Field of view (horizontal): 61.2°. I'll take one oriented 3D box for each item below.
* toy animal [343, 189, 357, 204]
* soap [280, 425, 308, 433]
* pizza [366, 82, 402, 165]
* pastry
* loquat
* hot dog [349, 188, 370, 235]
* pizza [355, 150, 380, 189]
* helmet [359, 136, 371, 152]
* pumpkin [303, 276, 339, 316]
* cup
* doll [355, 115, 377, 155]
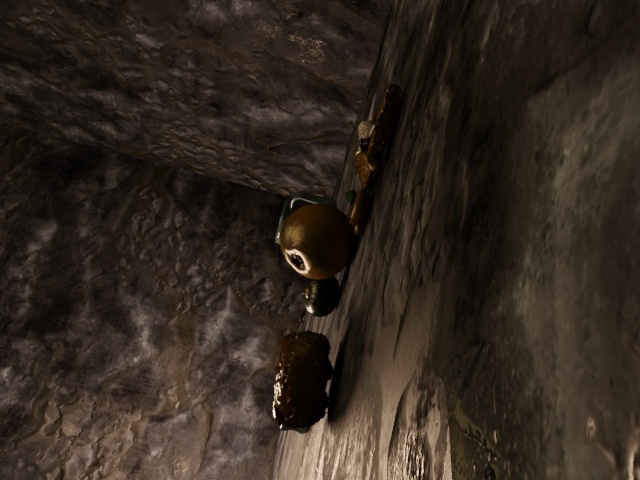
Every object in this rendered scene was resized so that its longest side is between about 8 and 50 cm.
[{"bbox_3d":[0.122,-0.139,1.819,0.217,0.074,0.041,-104,28,-76],"label":"toy animal"},{"bbox_3d":[-0.074,0.563,1.986,0.289,0.095,0.173,-84,8,-77],"label":"soap"},{"bbox_3d":[0.188,-0.336,1.587,0.127,0.058,0.247,109,177,-76],"label":"pizza"},{"bbox_3d":[-0.044,0.386,1.526,0.311,0.161,0.255,-95,18,-77],"label":"pastry"},{"bbox_3d":[0.000,0.000,1.876,0.275,0.274,0.275,-166,90,-88],"label":"loquat"},{"bbox_3d":[0.125,-0.089,1.695,0.090,0.060,0.140,97,-167,-76],"label":"hot dog"},{"bbox_3d":[0.152,-0.222,1.744,0.178,0.041,0.131,-147,51,-72],"label":"pizza"},{"bbox_3d":[0.174,-0.304,1.778,0.111,0.057,0.089,147,101,-82],"label":"helmet"},{"bbox_3d":[0.004,0.194,1.975,0.167,0.125,0.167,176,90,-72],"label":"pumpkin"},{"bbox_3d":[-0.061,-0.075,2.843,0.331,0.310,0.257,112,171,-72],"label":"cup"},{"bbox_3d":[0.168,-0.350,1.899,0.129,0.081,0.207,129,155,-55],"label":"doll"}]
